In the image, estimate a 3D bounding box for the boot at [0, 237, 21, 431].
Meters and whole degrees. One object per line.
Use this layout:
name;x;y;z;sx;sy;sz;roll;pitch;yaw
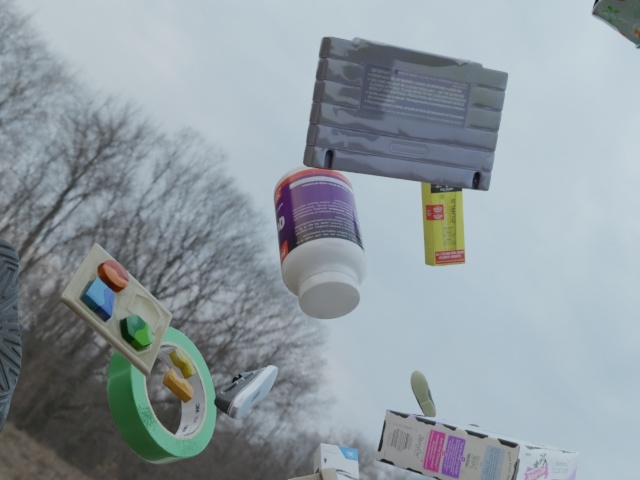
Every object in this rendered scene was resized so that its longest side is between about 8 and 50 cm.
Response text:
boot;-0.618;0.262;1.417;0.146;0.367;0.445;13;-40;-19

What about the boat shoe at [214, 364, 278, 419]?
boat shoe;-0.171;0.336;1.835;0.076;0.228;0.080;23;-66;15

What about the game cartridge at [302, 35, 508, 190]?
game cartridge;0.154;-0.220;1.412;0.354;0.230;0.068;7;2;-21

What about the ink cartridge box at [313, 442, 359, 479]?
ink cartridge box;0.041;0.611;2.019;0.104;0.180;0.060;13;-46;-15

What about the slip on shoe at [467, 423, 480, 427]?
slip on shoe;0.259;0.378;1.388;0.051;0.135;0.041;-6;-62;15

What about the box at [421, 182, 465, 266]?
box;0.286;-0.059;1.879;0.058;0.087;0.233;-165;-108;-74

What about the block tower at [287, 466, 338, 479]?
block tower;-0.040;0.561;1.600;0.335;0.097;0.091;111;-33;-50

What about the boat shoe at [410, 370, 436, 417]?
boat shoe;0.285;0.426;2.219;0.043;0.049;0.137;33;35;-78

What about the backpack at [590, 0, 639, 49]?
backpack;0.488;-0.379;1.067;0.191;0.225;0.253;39;-40;0

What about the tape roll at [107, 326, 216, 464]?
tape roll;-0.374;0.369;1.927;0.077;0.321;0.321;-22;-53;22

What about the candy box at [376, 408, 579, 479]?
candy box;0.199;0.274;1.018;0.196;0.070;0.164;5;-12;43

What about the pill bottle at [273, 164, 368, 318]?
pill bottle;0.000;0.000;1.692;0.181;0.181;0.323;59;17;-46

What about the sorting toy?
sorting toy;-0.334;0.153;1.498;0.307;0.041;0.229;47;17;-19
